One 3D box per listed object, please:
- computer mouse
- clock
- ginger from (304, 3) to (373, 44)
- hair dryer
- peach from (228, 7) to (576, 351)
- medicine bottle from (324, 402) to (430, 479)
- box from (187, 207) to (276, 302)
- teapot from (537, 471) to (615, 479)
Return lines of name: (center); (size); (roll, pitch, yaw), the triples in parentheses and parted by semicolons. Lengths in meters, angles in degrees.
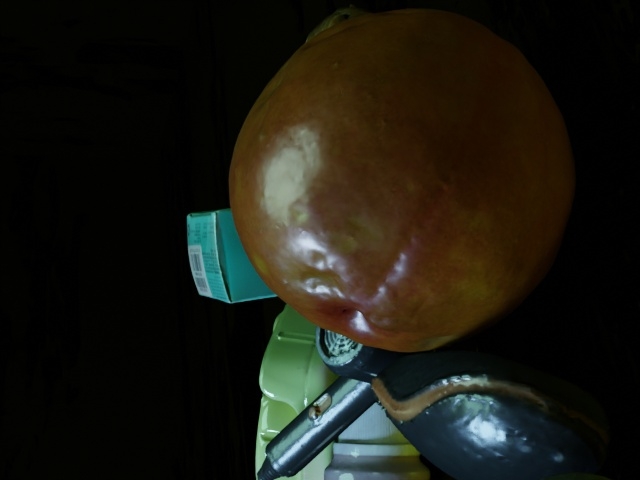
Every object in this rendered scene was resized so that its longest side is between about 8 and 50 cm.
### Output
computer mouse: (0.157, 0.185, 1.072); (0.116, 0.183, 0.323); (-62, 10, -14)
clock: (-0.016, 0.261, 1.584); (0.286, 0.117, 0.348); (-65, -19, -64)
ginger: (0.057, -0.273, 1.573); (0.309, 0.107, 0.133); (40, 113, 64)
hair dryer: (0.009, 0.202, 1.311); (0.352, 0.189, 0.107); (-46, 45, 26)
peach: (0.080, -0.047, 1.073); (0.343, 0.343, 0.301); (118, 173, -56)
medicine bottle: (0.073, 0.335, 1.400); (0.147, 0.147, 0.247); (153, 118, -71)
box: (0.000, 0.000, 1.381); (0.205, 0.311, 0.118); (-174, 76, -72)
teapot: (0.232, 0.299, 0.824); (0.203, 0.171, 0.225); (54, 176, -11)
